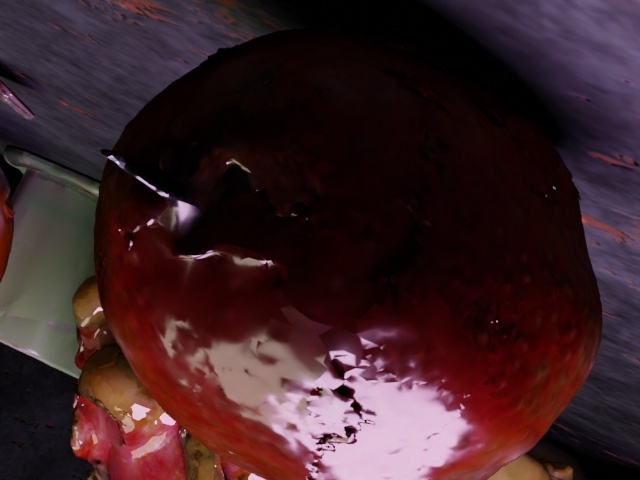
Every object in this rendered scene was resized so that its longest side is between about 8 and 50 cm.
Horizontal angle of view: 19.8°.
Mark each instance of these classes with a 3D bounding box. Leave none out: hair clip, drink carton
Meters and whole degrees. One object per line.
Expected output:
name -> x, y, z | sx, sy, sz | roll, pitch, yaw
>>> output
hair clip -> -0.235, -0.110, 1.132 | 0.137, 0.022, 0.054 | 23, 171, 17
drink carton -> -0.210, 0.024, 1.456 | 0.146, 0.142, 0.144 | 25, 170, 20

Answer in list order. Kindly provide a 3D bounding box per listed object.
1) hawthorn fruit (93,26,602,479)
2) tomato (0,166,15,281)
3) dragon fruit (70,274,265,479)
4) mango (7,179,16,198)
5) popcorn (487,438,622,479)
hawthorn fruit -> 0.000, 0.000, 0.653 | 0.181, 0.181, 0.235 | 20, 169, 35
tomato -> -0.338, -0.023, 1.334 | 0.232, 0.188, 0.232 | 38, 168, 10
dragon fruit -> -0.050, 0.118, 1.268 | 0.291, 0.250, 0.269 | 42, 164, -7
mango -> -0.405, -0.038, 1.593 | 0.365, 0.182, 0.253 | 35, 176, 16
popcorn -> 0.207, 0.366, 1.604 | 0.354, 0.344, 0.390 | 26, 167, 40
